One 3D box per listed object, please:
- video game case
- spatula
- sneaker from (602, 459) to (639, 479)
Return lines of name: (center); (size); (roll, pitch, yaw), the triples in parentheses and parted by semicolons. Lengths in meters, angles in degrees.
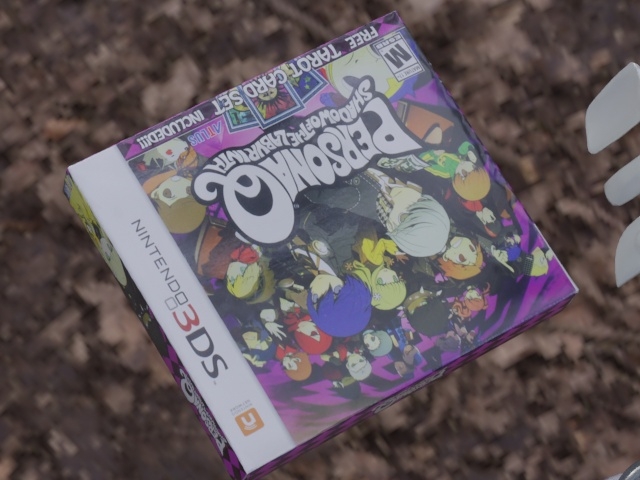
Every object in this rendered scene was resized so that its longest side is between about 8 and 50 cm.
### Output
video game case: (0.000, 0.000, 1.156); (0.232, 0.042, 0.210); (-27, 76, -18)
spatula: (0.282, -0.086, 1.517); (0.242, 0.019, 0.168); (-44, 43, 53)
sneaker: (0.253, 0.245, 1.133); (0.111, 0.297, 0.129); (-33, 3, -15)
